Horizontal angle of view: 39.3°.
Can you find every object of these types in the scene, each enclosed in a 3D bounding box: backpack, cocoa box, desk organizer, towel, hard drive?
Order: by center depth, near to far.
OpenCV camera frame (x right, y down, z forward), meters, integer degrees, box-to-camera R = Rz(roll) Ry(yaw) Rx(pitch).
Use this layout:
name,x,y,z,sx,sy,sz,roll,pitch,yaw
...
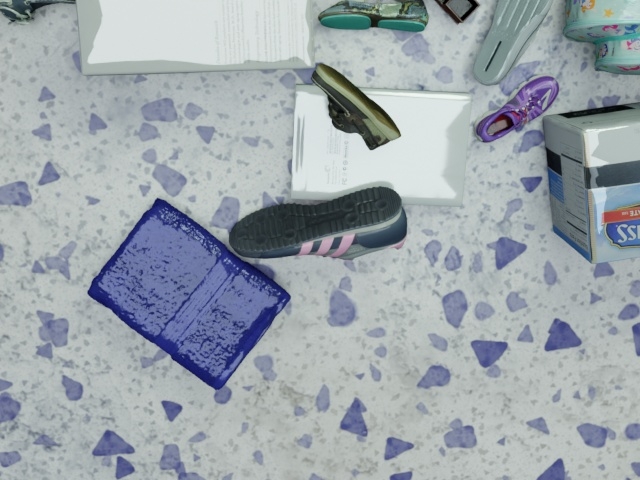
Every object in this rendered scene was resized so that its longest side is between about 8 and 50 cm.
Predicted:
name,x,y,z,sx,sy,sz,roll,pitch,yaw
backpack,0.528,-0.367,1.468,0.254,0.225,0.190,8,98,0
cocoa box,0.584,-0.114,1.521,0.347,0.231,0.227,-8,104,0
desk organizer,0.211,-0.431,1.528,0.047,0.050,0.130,-44,101,8
hard drive,0.104,-0.168,1.591,0.308,0.040,0.202,3,103,-3
towel,-0.237,0.097,1.629,0.308,0.076,0.227,38,92,-9

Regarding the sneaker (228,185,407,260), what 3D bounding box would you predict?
name,x,y,z,sx,sy,sz,roll,pitch,yaw
sneaker,0.000,0.000,1.598,0.319,0.112,0.131,-8,141,14

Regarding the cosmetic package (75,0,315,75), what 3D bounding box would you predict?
name,x,y,z,sx,sy,sz,roll,pitch,yaw
cosmetic package,-0.195,-0.353,1.460,0.366,0.197,0.155,-3,104,0

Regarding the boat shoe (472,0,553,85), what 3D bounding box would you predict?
name,x,y,z,sx,sy,sz,roll,pitch,yaw
boat shoe,0.333,-0.370,1.537,0.083,0.076,0.226,38,107,17

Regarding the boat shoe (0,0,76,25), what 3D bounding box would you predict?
name,x,y,z,sx,sy,sz,roll,pitch,yaw
boat shoe,-0.516,-0.398,1.489,0.255,0.095,0.079,1,101,-1

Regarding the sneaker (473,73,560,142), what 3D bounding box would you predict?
name,x,y,z,sx,sy,sz,roll,pitch,yaw
sneaker,0.350,-0.224,1.571,0.170,0.071,0.068,-39,101,6

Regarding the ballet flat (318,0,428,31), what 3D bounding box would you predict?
name,x,y,z,sx,sy,sz,roll,pitch,yaw
ballet flat,0.090,-0.394,1.535,0.189,0.070,0.070,3,103,-5

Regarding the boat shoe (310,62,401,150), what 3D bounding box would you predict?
name,x,y,z,sx,sy,sz,roll,pitch,yaw
boat shoe,0.051,-0.209,1.477,0.073,0.080,0.224,-42,141,15
